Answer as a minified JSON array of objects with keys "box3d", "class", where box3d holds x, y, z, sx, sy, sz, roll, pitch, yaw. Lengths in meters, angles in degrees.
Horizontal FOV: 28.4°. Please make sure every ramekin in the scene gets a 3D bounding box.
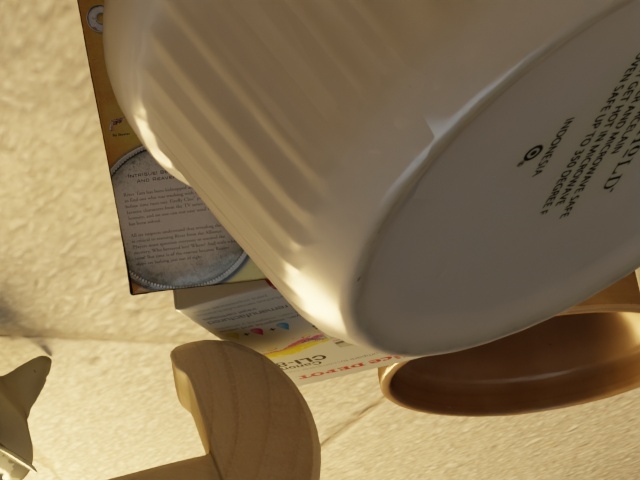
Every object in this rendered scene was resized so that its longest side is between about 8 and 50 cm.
[{"box3d":[0.070,-0.070,0.454,0.272,0.127,0.273,-24,152,-14],"class":"ramekin"}]

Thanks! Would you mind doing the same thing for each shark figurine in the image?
[{"box3d":[-0.275,0.154,1.101,0.166,0.116,0.278,24,151,15],"class":"shark figurine"}]

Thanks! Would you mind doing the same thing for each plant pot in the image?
[{"box3d":[0.156,0.047,0.951,0.237,0.110,0.237,-4,155,-2],"class":"plant pot"}]

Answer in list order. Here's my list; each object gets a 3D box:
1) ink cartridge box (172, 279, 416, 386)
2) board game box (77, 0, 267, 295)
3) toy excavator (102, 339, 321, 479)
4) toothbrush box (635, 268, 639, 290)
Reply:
[{"box3d":[0.000,0.000,0.788,0.128,0.127,0.176,-15,155,17],"class":"ink cartridge box"},{"box3d":[0.014,-0.068,0.626,0.243,0.042,0.165,-6,111,1],"class":"board game box"},{"box3d":[-0.283,0.135,0.739,0.433,0.445,0.222,-43,165,-20],"class":"toy excavator"},{"box3d":[0.285,-0.066,0.621,0.122,0.206,0.283,8,152,-29],"class":"toothbrush box"}]
